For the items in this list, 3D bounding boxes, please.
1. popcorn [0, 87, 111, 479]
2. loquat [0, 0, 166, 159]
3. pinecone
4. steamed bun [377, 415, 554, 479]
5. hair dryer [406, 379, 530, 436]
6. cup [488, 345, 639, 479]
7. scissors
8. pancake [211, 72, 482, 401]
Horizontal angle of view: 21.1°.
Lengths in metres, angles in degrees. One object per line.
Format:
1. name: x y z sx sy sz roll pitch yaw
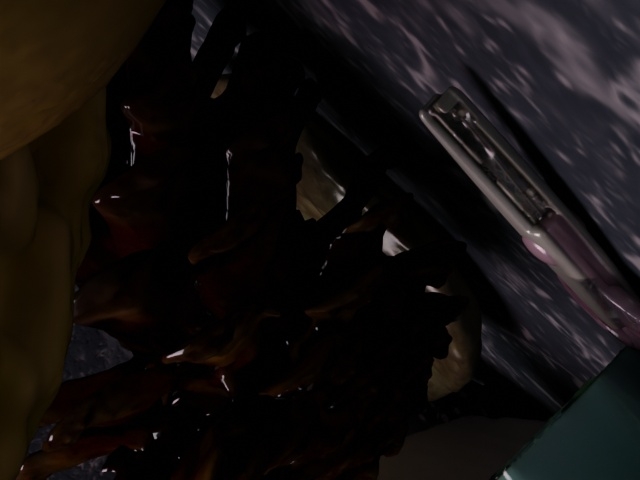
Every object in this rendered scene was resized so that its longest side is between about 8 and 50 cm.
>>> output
1. popcorn: -0.255 0.008 0.568 0.344 0.390 0.354 -38 67 45
2. loquat: -0.113 -0.112 0.363 0.213 0.213 0.213 43 174 5
3. pinecone: -0.076 0.005 0.804 0.292 0.246 0.246 54 176 9
4. steamed bun: 0.112 0.278 1.004 0.309 0.309 0.309 43 174 5
5. hair dryer: 0.182 0.210 1.299 0.359 0.120 0.304 36 -175 -18
6. cup: 0.174 0.164 0.729 0.235 0.148 0.134 44 -159 11
7. scissors: 0.090 0.001 0.645 0.176 0.022 0.085 44 176 -35
8. pancake: 0.001 -0.001 0.994 0.236 0.042 0.222 27 145 41
